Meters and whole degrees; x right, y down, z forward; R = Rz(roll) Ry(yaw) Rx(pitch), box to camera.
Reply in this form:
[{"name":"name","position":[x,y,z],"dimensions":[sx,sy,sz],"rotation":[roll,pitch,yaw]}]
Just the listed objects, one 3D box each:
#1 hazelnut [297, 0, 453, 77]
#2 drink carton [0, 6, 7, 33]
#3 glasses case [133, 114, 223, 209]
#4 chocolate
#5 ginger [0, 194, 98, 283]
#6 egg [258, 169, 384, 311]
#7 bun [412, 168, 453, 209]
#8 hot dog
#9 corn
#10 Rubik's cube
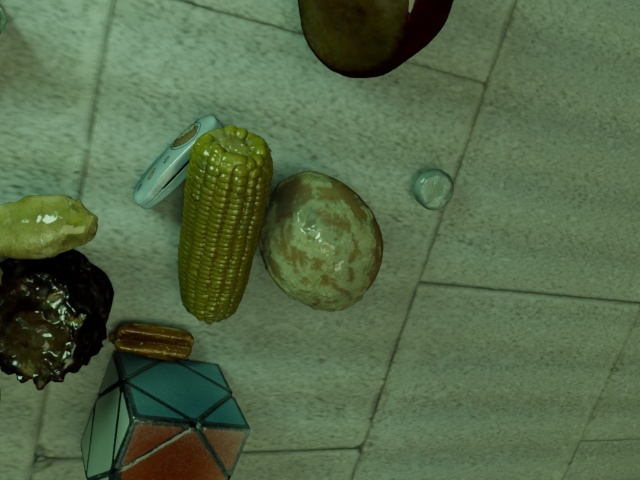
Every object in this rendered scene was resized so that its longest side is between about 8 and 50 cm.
[{"name":"hazelnut","position":[0.088,-0.350,1.023],"dimensions":[0.229,0.229,0.230],"rotation":[-10,117,-20]},{"name":"drink carton","position":[-0.485,-0.277,0.840],"dimensions":[0.142,0.144,0.146],"rotation":[-35,123,5]},{"name":"glasses case","position":[-0.218,-0.120,1.068],"dimensions":[0.178,0.067,0.045],"rotation":[-46,123,1]},{"name":"chocolate","position":[-0.410,0.138,1.038],"dimensions":[0.206,0.177,0.224],"rotation":[15,105,-30]},{"name":"ginger","position":[-0.530,0.040,0.939],"dimensions":[0.348,0.122,0.363],"rotation":[29,103,-5]},{"name":"egg","position":[0.000,0.000,1.151],"dimensions":[0.203,0.203,0.245],"rotation":[-29,115,-10]},{"name":"bun","position":[0.206,-0.096,1.289],"dimensions":[0.083,0.045,0.083],"rotation":[-8,114,-19]},{"name":"hot dog","position":[-0.287,0.171,1.190],"dimensions":[0.144,0.038,0.062],"rotation":[12,96,-26]},{"name":"corn","position":[-0.155,-0.015,1.078],"dimensions":[0.131,0.131,0.345],"rotation":[-3,133,-24]},{"name":"Rubik's cube","position":[-0.267,0.332,1.177],"dimensions":[0.205,0.205,0.208],"rotation":[13,106,-29]}]
